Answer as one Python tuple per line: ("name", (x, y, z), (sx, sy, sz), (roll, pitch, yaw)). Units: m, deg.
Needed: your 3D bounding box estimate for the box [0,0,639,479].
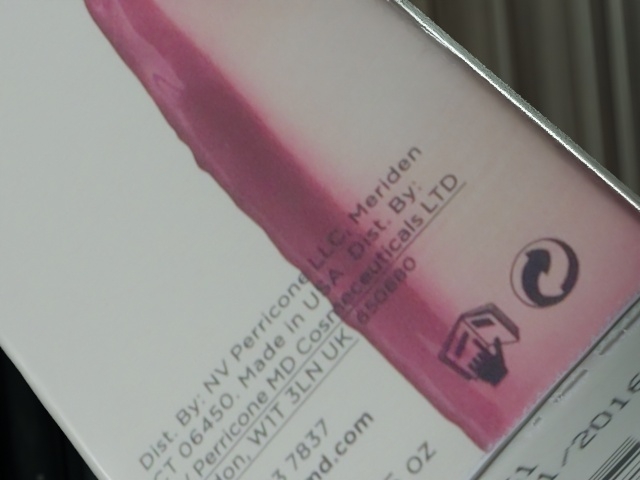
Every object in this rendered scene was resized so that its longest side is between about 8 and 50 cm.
("box", (0.000, 0.000, 0.442), (0.232, 0.127, 0.148), (46, 10, 34))
